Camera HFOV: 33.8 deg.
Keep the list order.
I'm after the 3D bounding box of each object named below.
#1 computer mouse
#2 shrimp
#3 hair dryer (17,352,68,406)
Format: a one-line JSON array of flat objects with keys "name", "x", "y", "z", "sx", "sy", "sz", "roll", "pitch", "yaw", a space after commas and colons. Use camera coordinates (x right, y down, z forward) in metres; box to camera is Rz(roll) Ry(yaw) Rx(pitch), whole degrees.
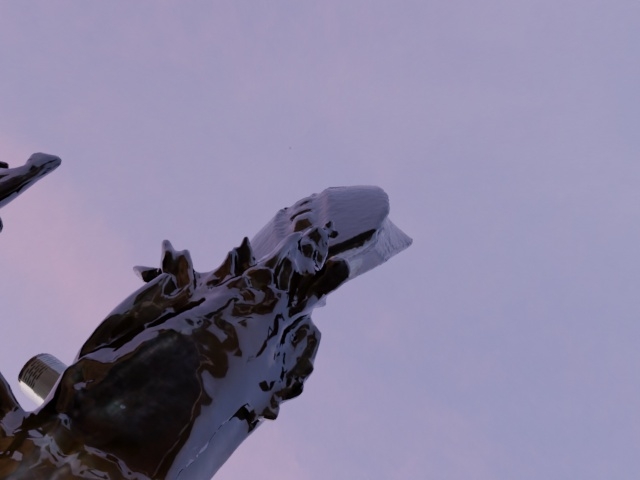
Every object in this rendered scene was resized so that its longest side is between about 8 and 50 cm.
[{"name": "computer mouse", "x": 0.000, "y": 0.000, "z": 0.671, "sx": 0.106, "sy": 0.192, "sz": 0.062, "roll": -24, "pitch": -93, "yaw": 7}, {"name": "shrimp", "x": -0.105, "y": 0.036, "z": 0.393, "sx": 0.178, "sy": 0.289, "sz": 0.075, "roll": 43, "pitch": -46, "yaw": 2}, {"name": "hair dryer", "x": -0.132, "y": 0.111, "z": 0.873, "sx": 0.183, "sy": 0.155, "sz": 0.044, "roll": -29, "pitch": -46, "yaw": -36}]
